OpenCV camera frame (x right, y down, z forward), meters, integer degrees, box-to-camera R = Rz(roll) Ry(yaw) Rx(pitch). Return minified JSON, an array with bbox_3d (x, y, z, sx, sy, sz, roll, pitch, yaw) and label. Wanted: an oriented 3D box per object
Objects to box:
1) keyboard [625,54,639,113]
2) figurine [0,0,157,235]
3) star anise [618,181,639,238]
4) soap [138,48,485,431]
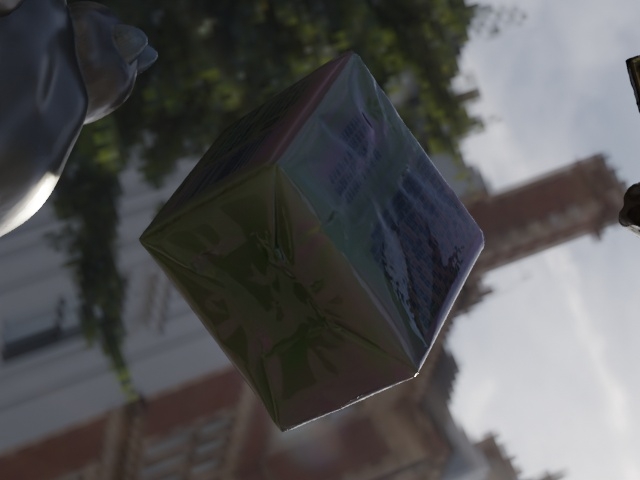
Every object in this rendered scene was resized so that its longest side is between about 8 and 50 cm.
[{"bbox_3d":[0.268,0.025,1.181,0.027,0.106,0.317,-120,-170,-74],"label":"keyboard"},{"bbox_3d":[-0.292,-0.071,1.061,0.248,0.381,0.203,50,24,-62],"label":"figurine"},{"bbox_3d":[0.381,0.006,1.467,0.108,0.315,0.315,-26,97,-78],"label":"star anise"},{"bbox_3d":[0.000,0.000,1.361,0.138,0.199,0.182,-29,-75,30],"label":"soap"}]
